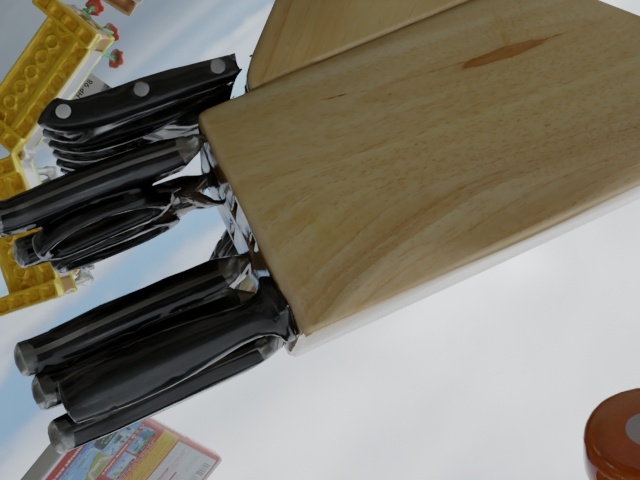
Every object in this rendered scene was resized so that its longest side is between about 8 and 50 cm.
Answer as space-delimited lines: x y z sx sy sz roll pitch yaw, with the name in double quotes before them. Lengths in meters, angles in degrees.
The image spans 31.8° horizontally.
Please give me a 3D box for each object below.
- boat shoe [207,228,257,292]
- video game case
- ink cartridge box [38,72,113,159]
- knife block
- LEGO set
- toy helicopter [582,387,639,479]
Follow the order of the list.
"boat shoe" 0.000 0.000 0.940 0.324 0.120 0.122 -51 -161 26
"video game case" -0.252 0.304 1.358 0.025 0.285 0.204 36 -96 33
"ink cartridge box" -0.290 -0.144 1.360 0.104 0.180 0.060 -54 178 -12
"knife block" 0.016 0.000 0.460 0.088 0.276 0.242 117 -7 -78
"LEGO set" -0.155 -0.060 0.735 0.132 0.287 0.107 5 -174 12
"toy helicopter" 0.273 0.223 0.570 0.235 0.140 0.355 -5 -147 4
